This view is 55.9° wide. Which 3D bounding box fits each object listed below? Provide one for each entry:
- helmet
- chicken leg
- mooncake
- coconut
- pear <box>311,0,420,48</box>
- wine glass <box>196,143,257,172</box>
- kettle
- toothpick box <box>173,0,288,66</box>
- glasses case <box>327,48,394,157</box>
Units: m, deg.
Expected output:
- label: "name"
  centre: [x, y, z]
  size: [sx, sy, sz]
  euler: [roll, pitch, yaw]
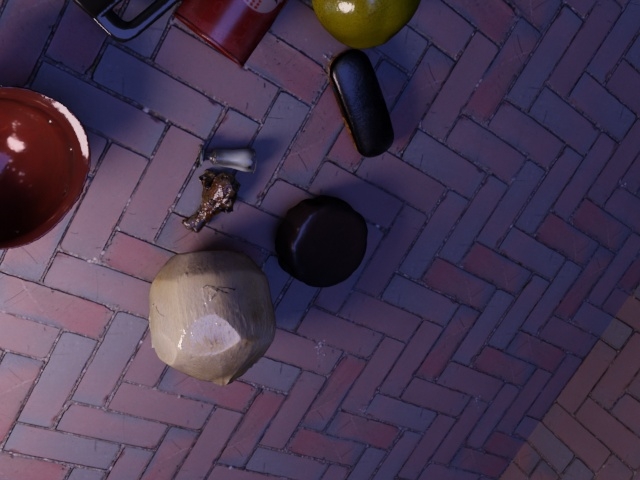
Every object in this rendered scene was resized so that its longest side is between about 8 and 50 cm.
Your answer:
- label: "helmet"
  centre: [-0.732, -0.184, 1.376]
  size: [0.385, 0.230, 0.337]
  euler: [-46, 123, -8]
- label: "chicken leg"
  centre: [-0.300, -0.106, 1.685]
  size: [0.125, 0.080, 0.196]
  euler: [19, 112, -18]
- label: "mooncake"
  centre: [0.000, 0.000, 1.812]
  size: [0.283, 0.141, 0.282]
  euler: [-13, 116, -27]
- label: "coconut"
  centre: [-0.298, 0.216, 1.650]
  size: [0.347, 0.346, 0.360]
  euler: [-1, 78, -22]
- label: "pear"
  centre: [0.116, -0.630, 1.493]
  size: [0.295, 0.294, 0.294]
  euler: [-9, 116, -19]
- label: "wine glass"
  centre: [-0.257, -0.223, 1.647]
  size: [0.156, 0.072, 0.072]
  euler: [2, 112, -22]
- label: "kettle"
  centre: [-0.437, -0.641, 1.327]
  size: [0.308, 0.203, 0.262]
  euler: [-43, 147, 4]
- label: "toothpick box"
  centre: [-0.171, -0.609, 1.430]
  size: [0.204, 0.204, 0.333]
  euler: [32, 98, -30]
- label: "glasses case"
  centre: [0.119, -0.386, 1.719]
  size: [0.122, 0.082, 0.320]
  euler: [-29, 122, -7]
